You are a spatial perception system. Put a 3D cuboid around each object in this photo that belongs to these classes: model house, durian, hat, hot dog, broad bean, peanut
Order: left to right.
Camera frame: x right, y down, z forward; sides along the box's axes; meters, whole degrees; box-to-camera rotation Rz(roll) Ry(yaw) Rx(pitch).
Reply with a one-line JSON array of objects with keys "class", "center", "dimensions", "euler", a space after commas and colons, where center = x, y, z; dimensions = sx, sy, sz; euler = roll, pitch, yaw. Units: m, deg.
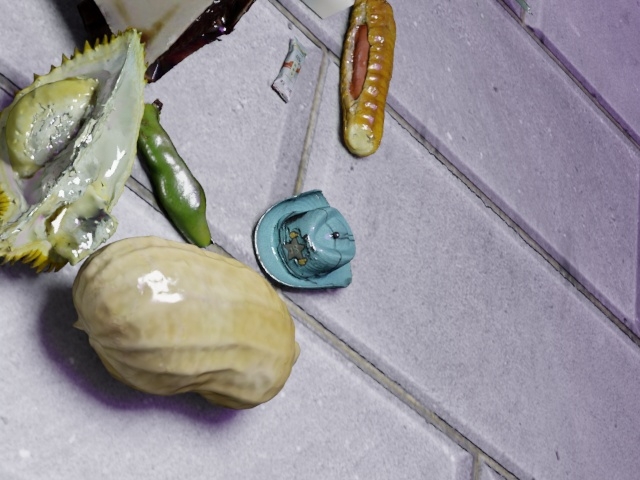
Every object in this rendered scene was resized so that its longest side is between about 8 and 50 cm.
[{"class": "durian", "center": [-0.271, -0.076, 1.631], "dimensions": [0.172, 0.166, 0.306], "euler": [47, 52, -22]}, {"class": "model house", "center": [-0.194, -0.383, 1.885], "dimensions": [0.317, 0.297, 0.282], "euler": [61, 0, -4]}, {"class": "broad bean", "center": [-0.181, -0.082, 1.849], "dimensions": [0.061, 0.046, 0.195], "euler": [-14, 82, -51]}, {"class": "peanut", "center": [-0.136, 0.096, 1.702], "dimensions": [0.340, 0.158, 0.174], "euler": [16, 84, -44]}, {"class": "hat", "center": [0.000, 0.000, 2.006], "dimensions": [0.191, 0.078, 0.138], "euler": [-14, 85, -54]}, {"class": "hot dog", "center": [0.073, -0.250, 2.242], "dimensions": [0.083, 0.068, 0.289], "euler": [41, 42, -42]}]

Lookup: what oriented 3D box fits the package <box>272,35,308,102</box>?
[{"class": "package", "center": [-0.042, -0.241, 2.133], "dimensions": [0.037, 0.015, 0.110], "euler": [49, 41, -31]}]

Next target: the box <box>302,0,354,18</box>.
[{"class": "box", "center": [-0.007, -0.466, 2.249], "dimensions": [0.155, 0.067, 0.243], "euler": [35, 47, -34]}]

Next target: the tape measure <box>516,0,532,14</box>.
[{"class": "tape measure", "center": [0.217, -0.438, 2.502], "dimensions": [0.330, 0.084, 0.164], "euler": [42, 46, -29]}]
